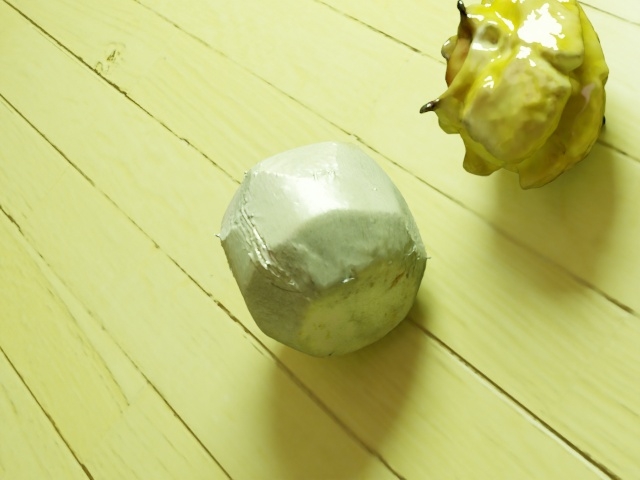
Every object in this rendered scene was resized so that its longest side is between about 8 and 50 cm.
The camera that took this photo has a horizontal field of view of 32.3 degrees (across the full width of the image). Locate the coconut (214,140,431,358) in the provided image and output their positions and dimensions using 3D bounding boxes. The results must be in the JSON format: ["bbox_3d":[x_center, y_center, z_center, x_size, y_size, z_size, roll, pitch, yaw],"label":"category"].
[{"bbox_3d":[-0.002,-0.001,0.886,0.161,0.161,0.162,-39,54,12],"label":"coconut"}]

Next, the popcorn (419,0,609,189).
[{"bbox_3d":[0.155,-0.120,0.846,0.167,0.152,0.148,-88,10,-47],"label":"popcorn"}]
